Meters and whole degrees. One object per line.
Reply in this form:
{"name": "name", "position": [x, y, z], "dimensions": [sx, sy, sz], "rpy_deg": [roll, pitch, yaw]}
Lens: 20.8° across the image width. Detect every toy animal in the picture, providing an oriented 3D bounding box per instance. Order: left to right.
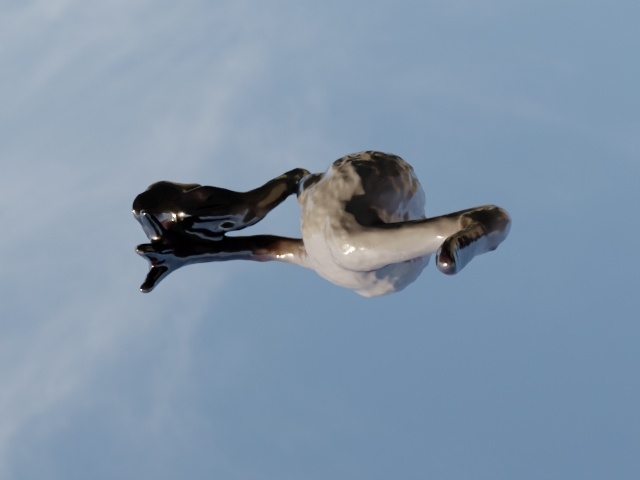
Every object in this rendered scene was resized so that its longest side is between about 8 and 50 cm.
{"name": "toy animal", "position": [0.024, -0.006, 1.106], "dimensions": [0.324, 0.090, 0.195], "rpy_deg": [3, -160, 45]}
